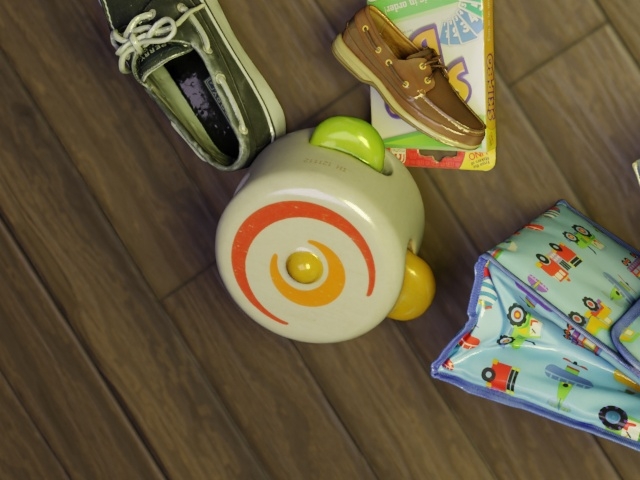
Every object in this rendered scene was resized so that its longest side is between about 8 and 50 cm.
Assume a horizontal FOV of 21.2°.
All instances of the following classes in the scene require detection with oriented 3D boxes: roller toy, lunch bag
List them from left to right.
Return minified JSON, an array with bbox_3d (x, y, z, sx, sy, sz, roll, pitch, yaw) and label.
[{"bbox_3d":[0.000,0.000,1.686,0.191,0.146,0.209,-20,111,25],"label":"roller toy"},{"bbox_3d":[0.285,0.107,1.554,0.293,0.221,0.138,29,115,17],"label":"lunch bag"}]

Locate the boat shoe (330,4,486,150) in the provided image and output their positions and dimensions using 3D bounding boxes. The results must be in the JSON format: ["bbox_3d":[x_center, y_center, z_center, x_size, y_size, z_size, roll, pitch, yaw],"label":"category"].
[{"bbox_3d":[0.090,-0.155,1.629,0.178,0.064,0.060,42,120,13],"label":"boat shoe"}]

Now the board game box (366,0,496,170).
[{"bbox_3d":[0.107,-0.195,1.667,0.124,0.039,0.259,4,109,26],"label":"board game box"}]

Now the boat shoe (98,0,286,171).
[{"bbox_3d":[-0.159,-0.199,1.754,0.113,0.105,0.306,-32,89,29],"label":"boat shoe"}]

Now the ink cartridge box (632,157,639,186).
[{"bbox_3d":[0.353,0.006,1.492,0.045,0.224,0.223,-15,98,29],"label":"ink cartridge box"}]
